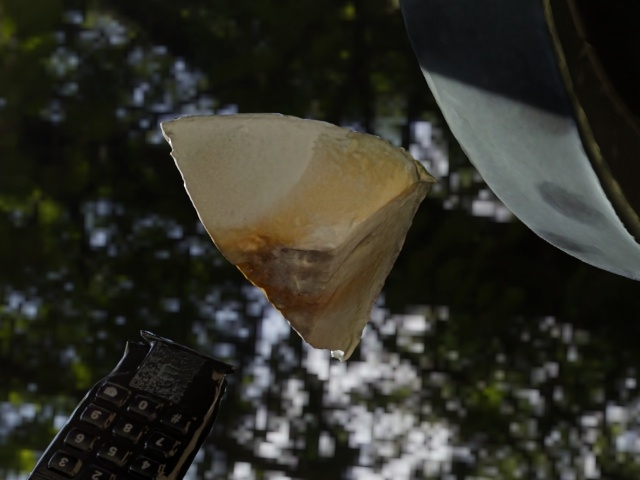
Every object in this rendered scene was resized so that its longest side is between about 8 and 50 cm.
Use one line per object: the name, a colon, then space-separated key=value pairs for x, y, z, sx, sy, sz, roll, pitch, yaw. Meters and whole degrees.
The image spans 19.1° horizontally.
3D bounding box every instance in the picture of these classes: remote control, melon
remote control: x=-0.220 y=0.256 z=1.688 sx=0.399 sy=0.145 sz=0.062 roll=-57 pitch=-28 yaw=-29
melon: x=0.003 y=-0.004 z=1.079 sx=0.202 sy=0.139 sz=0.093 roll=52 pitch=-161 yaw=-40

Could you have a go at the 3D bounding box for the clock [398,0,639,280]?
clock: x=0.173 y=-0.164 z=0.723 sx=0.386 sy=0.076 sz=0.386 roll=-9 pitch=-76 yaw=-42
